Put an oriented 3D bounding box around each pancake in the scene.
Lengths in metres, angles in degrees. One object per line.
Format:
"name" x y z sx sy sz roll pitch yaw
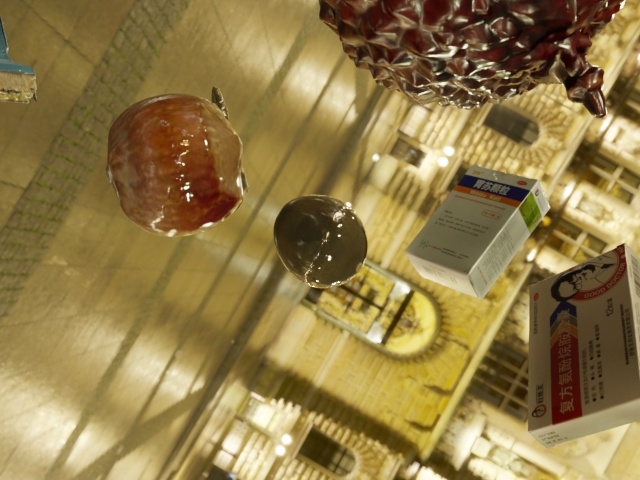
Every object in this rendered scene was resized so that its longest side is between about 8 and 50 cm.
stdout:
"pancake" -0.158 -0.170 1.280 0.021 0.199 0.199 -17 170 -7

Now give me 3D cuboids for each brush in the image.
"brush" -0.272 -0.159 0.623 0.164 0.051 0.014 57 -45 46

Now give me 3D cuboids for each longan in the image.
"longan" 0.000 0.000 1.386 0.167 0.187 0.167 -53 173 -9

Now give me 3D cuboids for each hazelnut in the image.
"hazelnut" -0.153 -0.080 0.771 0.143 0.143 0.154 108 -28 -78

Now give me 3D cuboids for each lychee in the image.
"lychee" 0.197 -0.352 0.909 0.424 0.500 0.424 -38 171 -7

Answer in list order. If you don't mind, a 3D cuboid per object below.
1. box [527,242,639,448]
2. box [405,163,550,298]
"box" 0.480 0.182 1.330 0.214 0.069 0.353 -32 -153 37
"box" 0.372 -0.027 1.758 0.299 0.200 0.106 -51 131 -15
